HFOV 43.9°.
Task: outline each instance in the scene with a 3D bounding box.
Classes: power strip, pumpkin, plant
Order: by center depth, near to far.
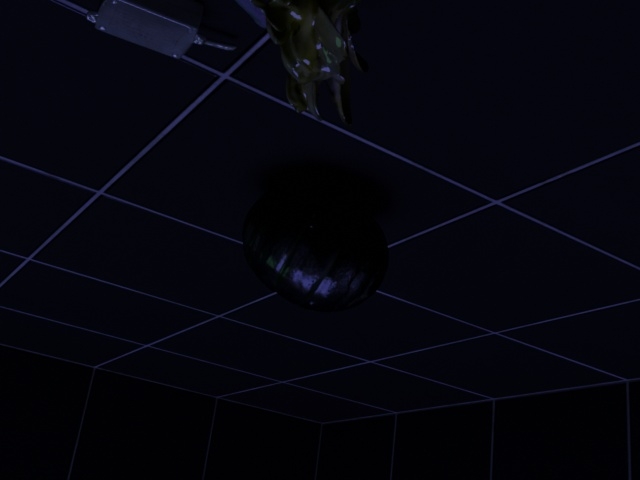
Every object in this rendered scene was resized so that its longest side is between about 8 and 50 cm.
[{"bbox_3d":[-0.014,-0.282,0.691,0.261,0.297,0.306,32,-160,1],"label":"plant"},{"bbox_3d":[-0.179,-0.254,0.926,0.175,0.042,0.075,17,156,-24],"label":"power strip"},{"bbox_3d":[0.000,0.000,1.291,0.249,0.216,0.250,30,-179,-1],"label":"pumpkin"}]

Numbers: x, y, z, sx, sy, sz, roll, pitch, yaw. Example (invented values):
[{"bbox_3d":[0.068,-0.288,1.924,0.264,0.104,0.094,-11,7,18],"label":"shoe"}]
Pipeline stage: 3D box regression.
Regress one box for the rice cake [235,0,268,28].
[{"bbox_3d":[-0.105,-0.291,0.828,0.033,0.033,0.207,2,158,38],"label":"rice cake"}]
